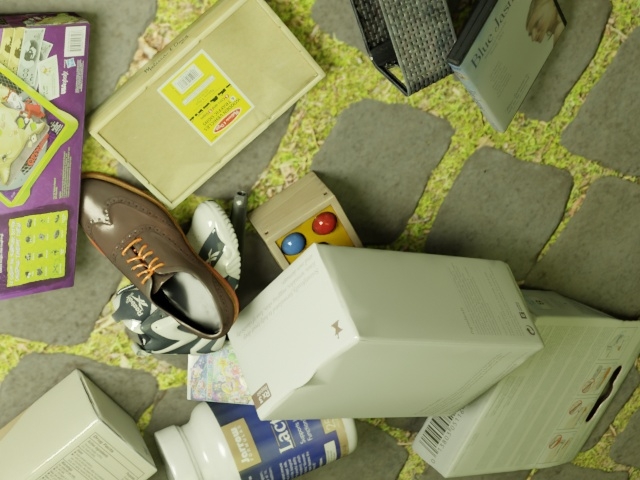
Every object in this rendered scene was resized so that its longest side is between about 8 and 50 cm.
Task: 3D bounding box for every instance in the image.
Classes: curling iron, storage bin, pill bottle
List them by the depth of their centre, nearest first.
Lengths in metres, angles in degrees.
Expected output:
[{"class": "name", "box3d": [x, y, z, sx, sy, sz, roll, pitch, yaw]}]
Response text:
[{"class": "storage bin", "box3d": [0.099, -0.285, 1.661, 0.084, 0.122, 0.180, -28, 129, -8]}, {"class": "curling iron", "box3d": [-0.111, 0.048, 1.822, 0.068, 0.035, 0.274, -9, 125, -16]}, {"class": "pill bottle", "box3d": [-0.093, 0.281, 1.906, 0.265, 0.153, 0.153, -22, 128, -14]}]

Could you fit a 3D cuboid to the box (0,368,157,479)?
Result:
[{"class": "box", "box3d": [-0.393, 0.337, 1.808, 0.311, 0.121, 0.148, -38, 129, -1]}]

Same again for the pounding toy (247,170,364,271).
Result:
[{"class": "pounding toy", "box3d": [0.000, 0.000, 1.807, 0.130, 0.100, 0.141, -34, 130, -4]}]

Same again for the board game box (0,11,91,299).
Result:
[{"class": "board game box", "box3d": [-0.379, -0.088, 1.554, 0.208, 0.056, 0.346, -13, 123, -39]}]

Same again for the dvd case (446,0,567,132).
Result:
[{"class": "dvd case", "box3d": [0.245, -0.258, 1.722, 0.180, 0.022, 0.253, -60, 154, -3]}]

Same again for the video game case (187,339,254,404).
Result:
[{"class": "video game case", "box3d": [-0.125, 0.182, 1.851, 0.122, 0.011, 0.087, 3, 94, 14]}]

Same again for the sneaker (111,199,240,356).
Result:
[{"class": "sneaker", "box3d": [-0.197, 0.061, 1.748, 0.153, 0.094, 0.235, -12, 135, -31]}]

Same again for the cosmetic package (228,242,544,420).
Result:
[{"class": "cosmetic package", "box3d": [0.092, 0.131, 1.818, 0.385, 0.156, 0.217, 9, 140, -44]}]

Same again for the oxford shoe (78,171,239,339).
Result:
[{"class": "oxford shoe", "box3d": [-0.207, 0.017, 1.653, 0.271, 0.098, 0.097, 41, 96, -5]}]

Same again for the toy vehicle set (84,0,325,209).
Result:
[{"class": "toy vehicle set", "box3d": [-0.142, -0.178, 1.662, 0.267, 0.035, 0.166, -41, 130, 2]}]

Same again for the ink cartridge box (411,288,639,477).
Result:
[{"class": "ink cartridge box", "box3d": [0.356, 0.230, 2.174, 0.385, 0.091, 0.308, 4, 118, -48]}]
